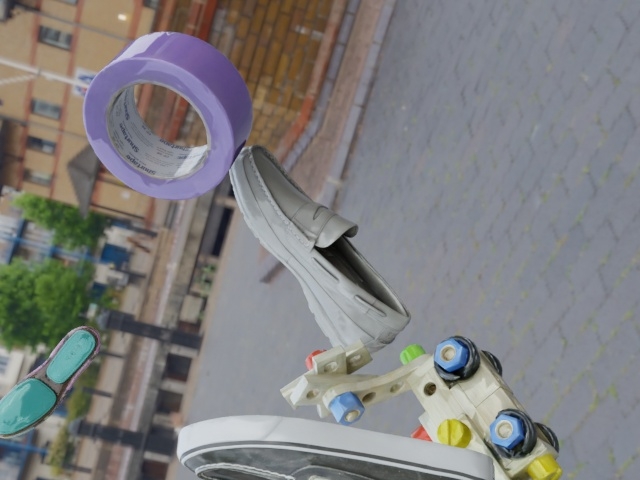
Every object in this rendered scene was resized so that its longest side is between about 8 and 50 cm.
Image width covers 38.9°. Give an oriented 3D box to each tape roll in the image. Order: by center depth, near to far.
[{"bbox_3d":[-0.182,-0.148,1.090,0.080,0.189,0.189,-67,1,-53],"label":"tape roll"}]

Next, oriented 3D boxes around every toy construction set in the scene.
[{"bbox_3d":[0.114,0.221,0.916,0.215,0.151,0.327,-44,63,12],"label":"toy construction set"}]

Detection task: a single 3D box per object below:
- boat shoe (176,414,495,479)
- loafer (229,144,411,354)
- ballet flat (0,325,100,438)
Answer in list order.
[{"bbox_3d":[0.008,0.166,0.609,0.077,0.219,0.070,90,-172,-59],"label":"boat shoe"},{"bbox_3d":[0.000,0.000,1.174,0.111,0.319,0.112,-38,-3,30],"label":"loafer"},{"bbox_3d":[-0.435,0.231,1.466,0.221,0.077,0.079,-50,-5,-13],"label":"ballet flat"}]
